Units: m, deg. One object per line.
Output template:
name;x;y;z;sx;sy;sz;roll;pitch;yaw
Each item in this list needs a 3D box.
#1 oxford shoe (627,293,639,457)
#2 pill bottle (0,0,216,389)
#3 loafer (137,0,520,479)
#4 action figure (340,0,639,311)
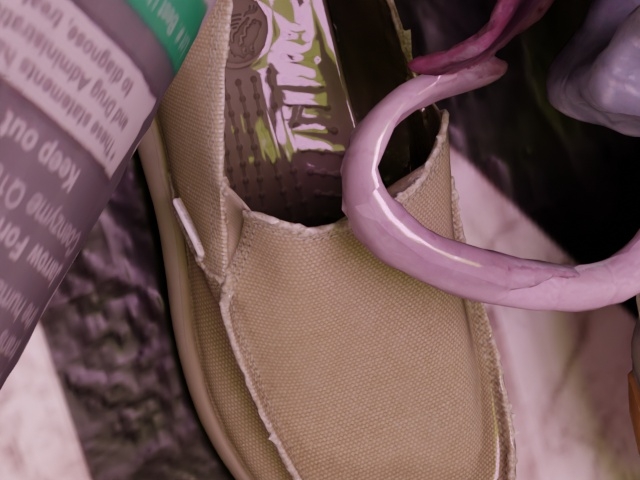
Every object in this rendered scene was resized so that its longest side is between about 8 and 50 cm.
oxford shoe;0.288;0.005;0.710;0.449;0.169;0.130;-18;146;-30
pill bottle;-0.190;0.030;0.437;0.204;0.204;0.361;32;79;-23
loafer;0.000;0.000;0.585;0.102;0.092;0.269;-27;105;-21
action figure;0.151;-0.181;0.571;0.248;0.276;0.370;15;49;-29
